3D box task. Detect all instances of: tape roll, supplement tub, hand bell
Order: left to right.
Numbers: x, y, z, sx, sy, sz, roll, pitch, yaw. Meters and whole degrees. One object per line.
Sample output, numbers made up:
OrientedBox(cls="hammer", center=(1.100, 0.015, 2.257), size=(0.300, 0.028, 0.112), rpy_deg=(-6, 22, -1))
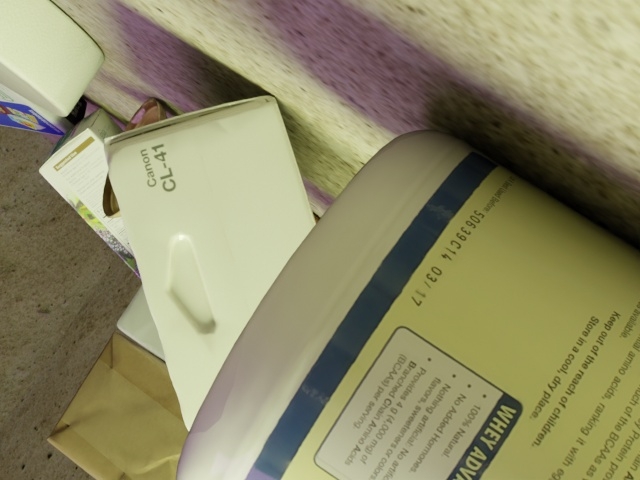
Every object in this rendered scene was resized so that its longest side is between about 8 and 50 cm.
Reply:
OrientedBox(cls="tape roll", center=(-0.379, -0.250, 1.262), size=(0.392, 0.072, 0.392), rpy_deg=(33, 175, 3))
OrientedBox(cls="hand bell", center=(-0.085, -0.042, 1.396), size=(0.242, 0.126, 0.126), rpy_deg=(21, 180, -24))
OrientedBox(cls="supplement tub", center=(0.120, 0.120, 0.670), size=(0.325, 0.235, 0.235), rpy_deg=(33, 175, 9))

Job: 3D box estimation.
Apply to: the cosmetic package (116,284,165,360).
OrientedBox(cls="cosmetic package", center=(-0.024, 0.135, 1.807), size=(0.161, 0.230, 0.453), rpy_deg=(28, 173, 43))

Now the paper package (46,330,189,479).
OrientedBox(cls="paper package", center=(-0.134, 0.294, 1.772), size=(0.309, 0.168, 0.325), rpy_deg=(25, 170, 42))

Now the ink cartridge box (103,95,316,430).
OrientedBox(cls="ink cartridge box", center=(-0.067, 0.029, 1.057), size=(0.306, 0.131, 0.226), rpy_deg=(151, 101, -84))

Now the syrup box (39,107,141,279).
OrientedBox(cls="syrup box", center=(-0.253, -0.051, 1.814), size=(0.237, 0.096, 0.093), rpy_deg=(47, -164, -17))

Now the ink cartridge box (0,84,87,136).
OrientedBox(cls="ink cartridge box", center=(-0.498, -0.223, 1.760), size=(0.307, 0.072, 0.303), rpy_deg=(12, 171, 15))
